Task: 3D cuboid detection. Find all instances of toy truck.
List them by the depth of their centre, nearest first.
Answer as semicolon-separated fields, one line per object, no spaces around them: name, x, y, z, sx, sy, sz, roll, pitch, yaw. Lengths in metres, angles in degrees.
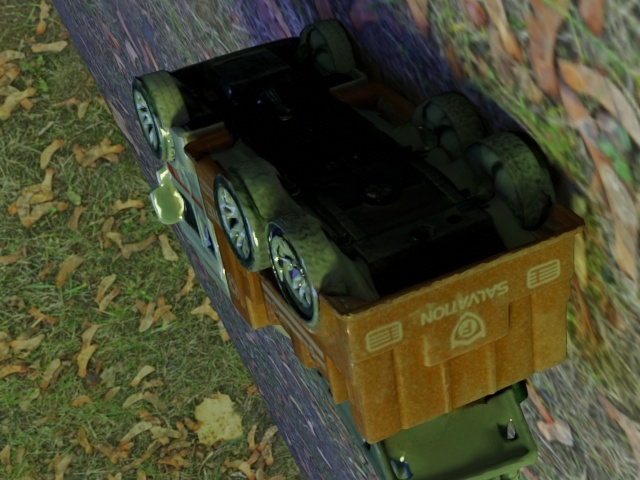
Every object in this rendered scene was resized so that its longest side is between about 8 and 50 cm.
toy truck;0.000;0.000;0.672;0.338;0.133;0.184;45;149;54

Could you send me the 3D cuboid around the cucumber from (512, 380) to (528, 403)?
cucumber;0.070;0.058;0.789;0.115;0.062;0.116;65;167;-9

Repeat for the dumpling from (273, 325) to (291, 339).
dumpling;0.019;0.042;0.930;0.134;0.100;0.169;27;152;-17
